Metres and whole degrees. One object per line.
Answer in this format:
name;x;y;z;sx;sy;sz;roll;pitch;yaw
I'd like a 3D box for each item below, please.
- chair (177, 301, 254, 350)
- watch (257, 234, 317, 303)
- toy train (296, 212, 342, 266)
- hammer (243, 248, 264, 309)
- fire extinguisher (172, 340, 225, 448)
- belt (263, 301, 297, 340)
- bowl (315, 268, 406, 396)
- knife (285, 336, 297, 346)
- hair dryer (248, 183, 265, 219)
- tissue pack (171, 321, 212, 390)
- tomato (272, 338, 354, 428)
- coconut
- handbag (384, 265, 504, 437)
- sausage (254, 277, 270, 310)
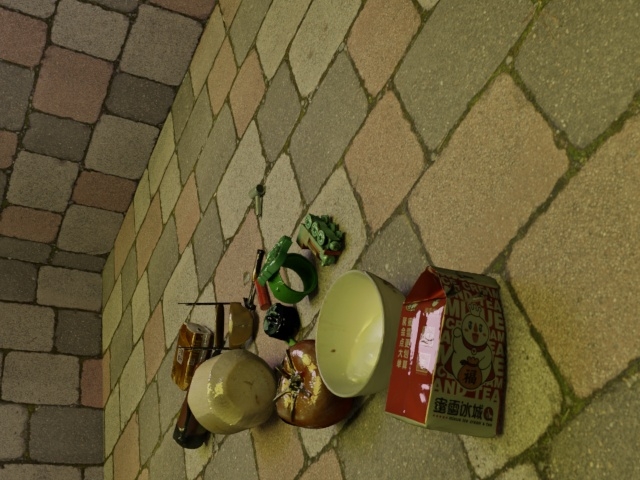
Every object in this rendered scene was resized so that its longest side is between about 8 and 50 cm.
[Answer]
chair;-0.339;0.282;2.255;0.172;0.247;0.158;103;166;-80
watch;-0.080;0.084;1.907;0.131;0.152;0.165;-48;12;44
toy train;0.000;0.000;1.870;0.176;0.074;0.118;51;134;49
hammer;-0.220;0.127;2.261;0.078;0.021;0.200;11;89;61
fire extinguisher;-0.399;0.535;2.312;0.200;0.113;0.375;-110;39;-73
belt;-0.120;0.234;1.987;0.140;0.058;0.105;6;74;65
bowl;0.114;0.209;1.500;0.277;0.145;0.277;-34;49;52
knife;-0.061;0.316;1.909;0.212;0.015;0.054;31;108;59
hair dryer;-0.216;-0.126;2.344;0.063;0.038;0.124;-30;61;56
tissue pack;-0.480;0.429;2.546;0.183;0.092;0.226;15;95;61
tomato;0.003;0.346;1.623;0.155;0.181;0.213;-4;80;54
coconut;-0.262;0.447;1.995;0.266;0.238;0.237;-29;55;55
handbag;0.240;0.199;1.262;0.151;0.171;0.298;-10;67;64
sausage;-0.187;0.165;2.176;0.034;0.034;0.129;-59;34;32
